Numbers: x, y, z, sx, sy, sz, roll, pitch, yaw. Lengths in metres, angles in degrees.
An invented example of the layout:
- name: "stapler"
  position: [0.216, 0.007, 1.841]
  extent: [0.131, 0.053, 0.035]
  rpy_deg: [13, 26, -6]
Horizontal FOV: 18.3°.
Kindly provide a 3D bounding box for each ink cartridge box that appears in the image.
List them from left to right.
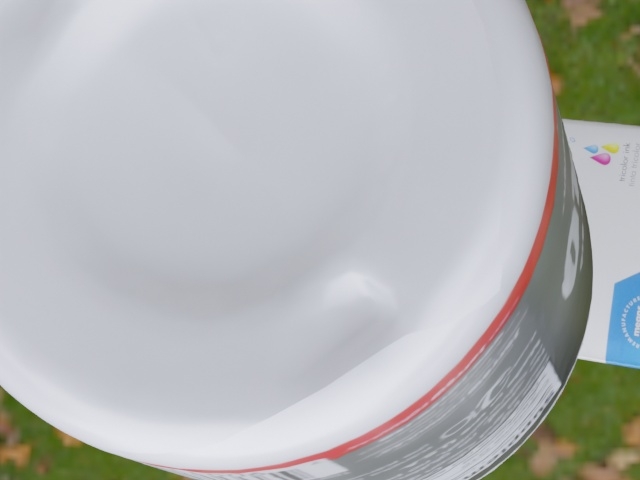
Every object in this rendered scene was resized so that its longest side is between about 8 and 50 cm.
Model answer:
- name: "ink cartridge box"
  position: [0.124, -0.004, 1.147]
  extent: [0.231, 0.134, 0.078]
  rpy_deg: [8, -179, 31]

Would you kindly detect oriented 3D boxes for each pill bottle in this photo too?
- name: "pill bottle"
  position: [0.000, 0.000, 0.602]
  extent: [0.161, 0.161, 0.283]
  rpy_deg: [-4, 168, 10]
